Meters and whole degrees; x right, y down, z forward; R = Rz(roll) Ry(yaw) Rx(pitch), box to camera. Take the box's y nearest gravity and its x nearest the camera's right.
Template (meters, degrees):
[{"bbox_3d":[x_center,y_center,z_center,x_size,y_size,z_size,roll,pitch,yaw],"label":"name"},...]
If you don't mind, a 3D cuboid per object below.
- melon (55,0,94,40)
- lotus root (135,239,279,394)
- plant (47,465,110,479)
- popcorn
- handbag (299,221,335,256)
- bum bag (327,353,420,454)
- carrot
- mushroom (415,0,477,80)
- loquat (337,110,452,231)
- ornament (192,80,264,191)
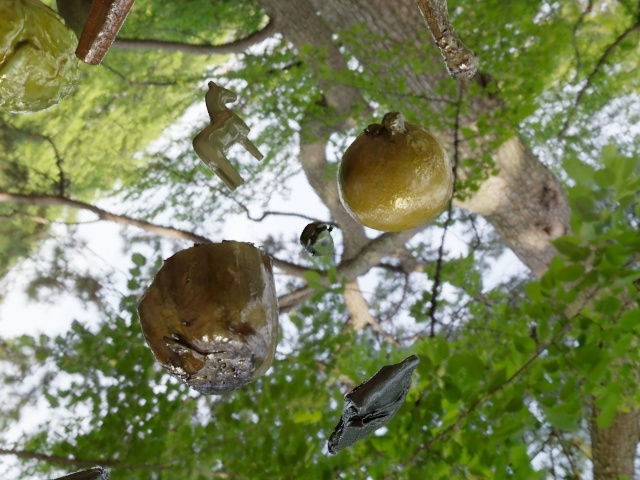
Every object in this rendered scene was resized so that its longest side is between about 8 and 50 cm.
[{"bbox_3d":[-0.463,-0.452,1.328,0.099,0.099,0.162,-33,-109,25],"label":"melon"},{"bbox_3d":[-0.179,0.148,1.169,0.272,0.272,0.192,-36,-132,21],"label":"lotus root"},{"bbox_3d":[-0.350,0.382,0.808,0.256,0.164,0.142,-32,-141,-16],"label":"plant"},{"bbox_3d":[-0.522,-0.316,1.147,0.183,0.221,0.204,-10,-111,42],"label":"popcorn"},{"bbox_3d":[0.000,0.000,1.292,0.047,0.111,0.072,30,-99,26],"label":"handbag"},{"bbox_3d":[0.072,0.239,0.971,0.123,0.060,0.248,-28,159,-25],"label":"bum bag"},{"bbox_3d":[-0.291,-0.317,0.931,0.161,0.055,0.055,-63,-158,12],"label":"carrot"},{"bbox_3d":[0.157,-0.320,0.930,0.227,0.218,0.148,-26,-169,-36],"label":"mushroom"},{"bbox_3d":[0.206,-0.200,1.884,0.328,0.359,0.328,-4,-142,3],"label":"loquat"},{"bbox_3d":[-0.245,-0.282,1.747,0.061,0.245,0.230,-29,-161,47],"label":"ornament"}]
